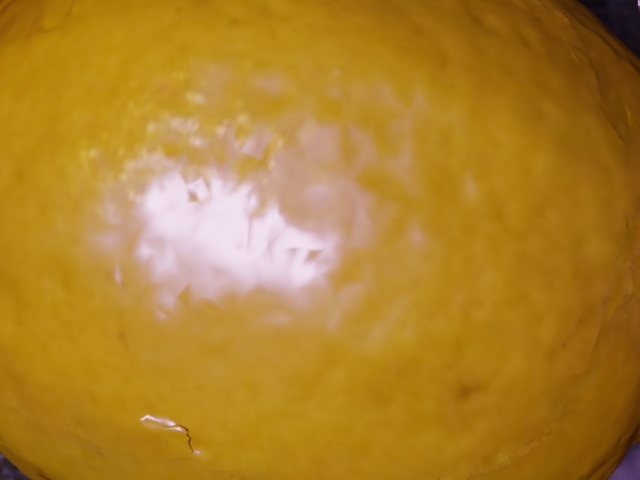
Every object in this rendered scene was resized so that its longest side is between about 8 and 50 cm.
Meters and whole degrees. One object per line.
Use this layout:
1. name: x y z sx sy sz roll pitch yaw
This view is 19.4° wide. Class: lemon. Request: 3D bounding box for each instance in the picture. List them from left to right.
1. lemon: -0.005 -0.001 0.631 0.263 0.236 0.236 34 73 -24

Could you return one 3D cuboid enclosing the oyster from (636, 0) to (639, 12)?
1. oyster: 0.164 -0.150 0.753 0.275 0.100 0.271 -33 83 -25
